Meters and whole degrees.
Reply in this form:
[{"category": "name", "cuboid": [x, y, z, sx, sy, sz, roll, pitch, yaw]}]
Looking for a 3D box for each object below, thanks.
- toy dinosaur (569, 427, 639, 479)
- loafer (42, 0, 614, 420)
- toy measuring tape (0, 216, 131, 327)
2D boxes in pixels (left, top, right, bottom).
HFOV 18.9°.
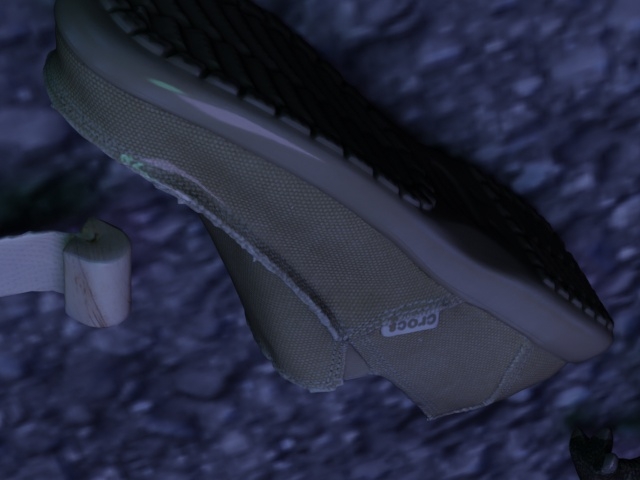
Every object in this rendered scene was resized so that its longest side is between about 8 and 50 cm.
[{"category": "toy dinosaur", "cuboid": [0.214, 0.101, 0.827, 0.160, 0.121, 0.313, 35, 109, -24]}, {"category": "loafer", "cuboid": [0.000, 0.000, 0.672, 0.092, 0.102, 0.268, -46, 130, 15]}, {"category": "toy measuring tape", "cuboid": [-0.222, 0.055, 0.621, 0.330, 0.121, 0.121, -4, 132, -8]}]
